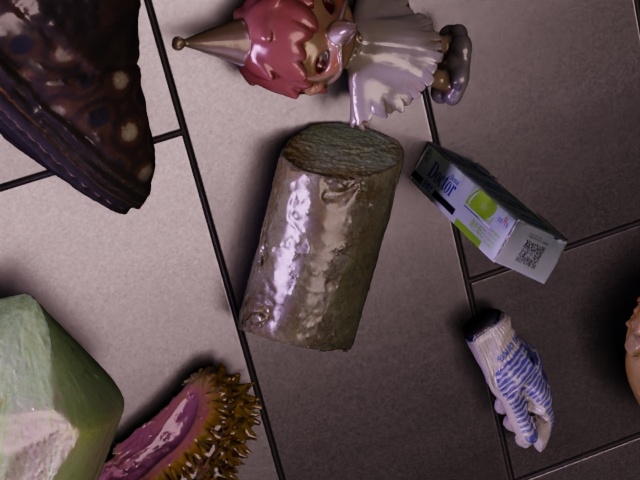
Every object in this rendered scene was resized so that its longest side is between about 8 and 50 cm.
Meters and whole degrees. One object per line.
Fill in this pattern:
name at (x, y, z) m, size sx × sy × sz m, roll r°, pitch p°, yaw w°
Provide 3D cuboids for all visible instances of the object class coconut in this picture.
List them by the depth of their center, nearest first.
coconut at (-0.402, 0.217, 1.858) m, size 0.329 × 0.281 × 0.328 m, roll 2°, pitch 95°, yaw 20°

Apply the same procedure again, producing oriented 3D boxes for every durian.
durian at (-0.190, 0.332, 2.029) m, size 0.341 × 0.112 × 0.191 m, roll -45°, pitch 118°, yaw -7°

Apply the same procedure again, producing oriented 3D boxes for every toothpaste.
toothpaste at (0.211, -0.041, 1.938) m, size 0.081 × 0.336 × 0.067 m, roll 24°, pitch 102°, yaw -22°

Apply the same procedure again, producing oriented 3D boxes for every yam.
yam at (0.000, 0.000, 1.984) m, size 0.168 × 0.168 × 0.304 m, roll 10°, pitch 103°, yaw -19°

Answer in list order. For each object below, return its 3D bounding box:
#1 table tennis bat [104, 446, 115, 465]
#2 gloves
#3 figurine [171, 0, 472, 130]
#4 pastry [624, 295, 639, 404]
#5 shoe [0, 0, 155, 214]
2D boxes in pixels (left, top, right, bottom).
table tennis bat at (-0.330, 0.293, 2.034) m, size 0.150 × 0.027 × 0.236 m, roll 15°, pitch 102°, yaw -21°
gloves at (0.278, 0.205, 2.151) m, size 0.097 × 0.119 × 0.229 m, roll -10°, pitch 115°, yaw 24°
figurine at (0.004, -0.255, 1.912) m, size 0.387 × 0.166 × 0.207 m, roll 8°, pitch 85°, yaw -22°
pastry at (0.580, 0.151, 2.187) m, size 0.316 × 0.184 × 0.284 m, roll 23°, pitch 108°, yaw -22°
shoe at (-0.300, -0.216, 1.813) m, size 0.237 × 0.171 × 0.384 m, roll -52°, pitch 129°, yaw -9°
